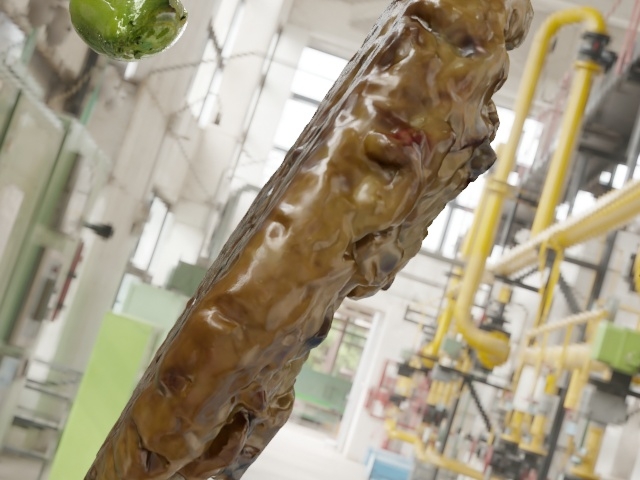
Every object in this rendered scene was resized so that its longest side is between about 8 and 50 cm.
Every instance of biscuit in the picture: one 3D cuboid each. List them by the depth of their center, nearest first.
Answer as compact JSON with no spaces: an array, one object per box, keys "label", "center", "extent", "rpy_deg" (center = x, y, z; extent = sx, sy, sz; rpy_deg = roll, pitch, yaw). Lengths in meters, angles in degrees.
[{"label":"biscuit","center":[-0.001,0.001,0.548],"extent":[0.081,0.334,0.289],"rpy_deg":[35,-13,-4]}]

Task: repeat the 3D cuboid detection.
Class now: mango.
[{"label":"mango","center":[-0.153,-0.177,0.873],"extent":[0.091,0.074,0.165],"rpy_deg":[-18,31,-4]}]
